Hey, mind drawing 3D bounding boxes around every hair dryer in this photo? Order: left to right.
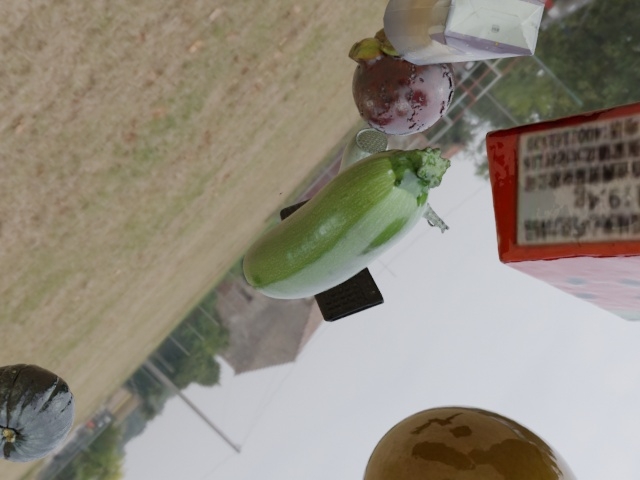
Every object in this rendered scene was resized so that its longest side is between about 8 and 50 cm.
[{"bbox_3d":[0.130,-0.078,1.327,0.075,0.237,0.206,-50,173,-31],"label":"hair dryer"}]

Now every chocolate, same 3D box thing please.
[{"bbox_3d":[0.398,-0.017,0.748,0.360,0.341,0.162,-5,-110,48],"label":"chocolate"}]

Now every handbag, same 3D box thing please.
[{"bbox_3d":[0.143,-0.234,0.780,0.173,0.117,0.095,-141,-118,-64],"label":"handbag"}]

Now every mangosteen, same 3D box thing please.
[{"bbox_3d":[0.124,-0.256,1.107,0.166,0.180,0.166,-9,-150,5],"label":"mangosteen"}]

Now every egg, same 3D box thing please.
[{"bbox_3d":[0.173,0.324,0.863,0.250,0.250,0.322,-46,-168,-10],"label":"egg"}]

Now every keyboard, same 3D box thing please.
[{"bbox_3d":[-0.003,-0.011,1.191,0.103,0.041,0.381,-20,-143,-6],"label":"keyboard"}]

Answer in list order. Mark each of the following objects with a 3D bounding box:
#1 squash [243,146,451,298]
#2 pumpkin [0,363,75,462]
[{"bbox_3d":[0.012,-0.005,0.848,0.107,0.107,0.395,-47,-172,-36],"label":"squash"},{"bbox_3d":[-0.628,0.360,1.515,0.220,0.220,0.162,-45,-162,18],"label":"pumpkin"}]
